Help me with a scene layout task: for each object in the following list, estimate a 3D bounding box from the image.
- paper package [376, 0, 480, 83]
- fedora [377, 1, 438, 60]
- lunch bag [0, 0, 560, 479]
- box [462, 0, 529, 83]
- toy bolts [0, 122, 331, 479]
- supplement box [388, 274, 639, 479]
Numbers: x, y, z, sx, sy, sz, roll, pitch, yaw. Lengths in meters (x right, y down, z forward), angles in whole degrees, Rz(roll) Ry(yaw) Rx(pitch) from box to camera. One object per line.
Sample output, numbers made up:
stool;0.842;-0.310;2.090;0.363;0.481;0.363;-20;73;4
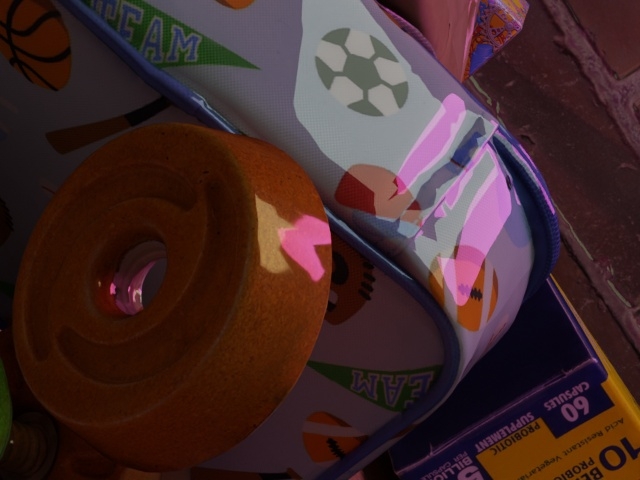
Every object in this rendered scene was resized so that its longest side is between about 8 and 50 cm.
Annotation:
paper package;-0.070;-0.210;0.773;0.309;0.325;0.168;63;39;-69
fedora;-0.074;-0.058;0.748;0.244;0.275;0.124;23;72;-42
lunch bag;-0.076;-0.029;0.521;0.303;0.243;0.115;44;51;1
box;-0.021;-0.204;1.104;0.290;0.279;0.177;47;19;-4
toy bolts;-0.045;0.100;0.407;0.158;0.218;0.228;31;36;-50
supplement box;0.218;0.213;1.204;0.356;0.194;0.195;51;11;-31
